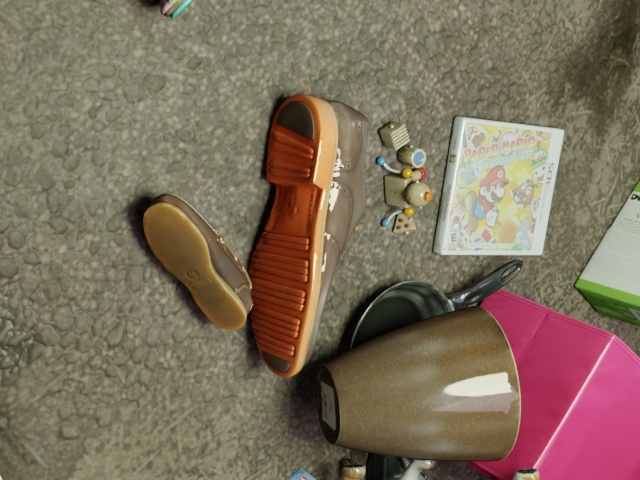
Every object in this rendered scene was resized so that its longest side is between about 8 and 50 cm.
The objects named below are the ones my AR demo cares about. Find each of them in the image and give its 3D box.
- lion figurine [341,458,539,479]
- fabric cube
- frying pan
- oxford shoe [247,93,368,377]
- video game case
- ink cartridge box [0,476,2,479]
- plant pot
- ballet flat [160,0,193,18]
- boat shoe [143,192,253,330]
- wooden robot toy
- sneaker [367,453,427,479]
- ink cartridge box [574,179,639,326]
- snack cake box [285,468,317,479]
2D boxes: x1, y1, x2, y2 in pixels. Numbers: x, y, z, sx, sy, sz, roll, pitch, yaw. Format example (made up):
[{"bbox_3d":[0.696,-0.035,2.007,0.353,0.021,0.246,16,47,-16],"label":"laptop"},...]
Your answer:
[{"bbox_3d":[0.183,0.429,1.378,0.142,0.392,0.240,-6,95,-46],"label":"lion figurine"},{"bbox_3d":[0.346,0.266,1.561,0.254,0.259,0.258,38,81,-38],"label":"fabric cube"},{"bbox_3d":[0.153,0.101,1.498,0.326,0.053,0.197,-53,126,-13],"label":"frying pan"},{"bbox_3d":[0.000,0.000,1.313,0.133,0.130,0.363,2,102,-43],"label":"oxford shoe"},{"bbox_3d":[0.277,-0.079,1.559,0.227,0.026,0.206,1,102,-37],"label":"video game case"},{"bbox_3d":[-0.433,0.394,1.147,0.223,0.045,0.224,-29,119,-28],"label":"ink cartridge box"},{"bbox_3d":[0.117,0.208,1.375,0.230,0.215,0.215,-5,107,-17],"label":"plant pot"},{"bbox_3d":[-0.120,-0.341,1.168,0.221,0.077,0.079,-43,106,-25],"label":"ballet flat"},{"bbox_3d":[-0.148,0.018,1.248,0.073,0.073,0.207,-75,146,-47],"label":"boat shoe"},{"bbox_3d":[0.133,-0.079,1.417,0.076,0.079,0.173,-19,114,-32],"label":"wooden robot toy"},{"bbox_3d":[0.156,0.396,1.574,0.132,0.086,0.228,-31,102,-54],"label":"sneaker"},{"bbox_3d":[0.581,0.018,1.709,0.097,0.189,0.255,42,76,-36],"label":"ink cartridge box"},{"bbox_3d":[-0.070,0.444,1.365,0.264,0.152,0.089,-33,120,-26],"label":"snack cake box"}]
